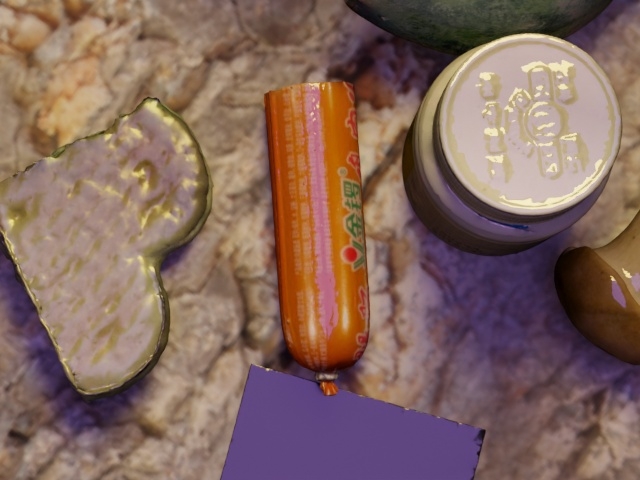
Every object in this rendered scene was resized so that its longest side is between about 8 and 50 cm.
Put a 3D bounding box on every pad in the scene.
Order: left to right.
[{"bbox_3d":[0.021,0.181,1.529,0.190,0.004,0.127,16,87,-2],"label":"pad"}]

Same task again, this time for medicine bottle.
[{"bbox_3d":[0.134,-0.065,1.417,0.143,0.258,0.143,0,87,-2],"label":"medicine bottle"}]

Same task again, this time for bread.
[{"bbox_3d":[-0.177,0.001,1.499,0.172,0.064,0.232,15,85,-1],"label":"bread"}]

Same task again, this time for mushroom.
[{"bbox_3d":[0.318,-0.056,1.495,0.128,0.128,0.350,43,91,0],"label":"mushroom"}]

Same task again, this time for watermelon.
[{"bbox_3d":[0.190,-0.254,1.432,0.175,0.188,0.322,38,73,-11],"label":"watermelon"}]

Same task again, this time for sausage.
[{"bbox_3d":[0.000,0.000,1.503,0.071,0.071,0.234,-5,88,-2],"label":"sausage"}]
